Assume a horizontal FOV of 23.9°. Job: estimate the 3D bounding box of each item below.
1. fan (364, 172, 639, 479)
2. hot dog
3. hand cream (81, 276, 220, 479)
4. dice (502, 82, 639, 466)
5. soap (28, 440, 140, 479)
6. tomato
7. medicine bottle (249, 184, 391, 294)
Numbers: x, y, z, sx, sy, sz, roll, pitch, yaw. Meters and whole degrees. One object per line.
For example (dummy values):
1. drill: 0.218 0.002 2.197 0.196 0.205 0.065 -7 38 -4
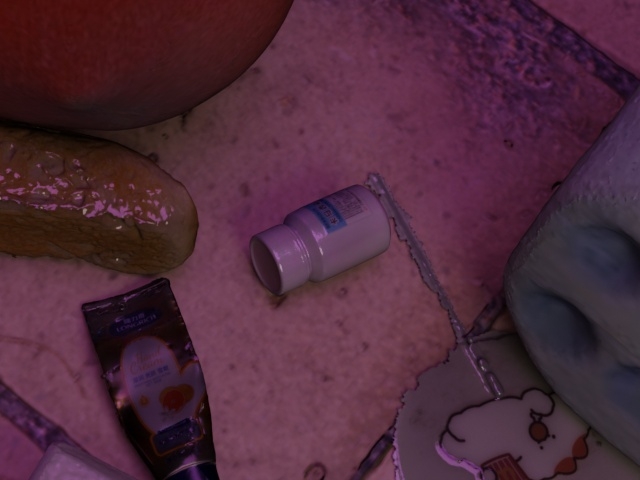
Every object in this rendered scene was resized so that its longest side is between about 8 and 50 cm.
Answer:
1. fan: 0.110 0.087 1.033 0.190 0.009 0.329 -19 69 -21
2. hot dog: -0.198 -0.033 0.983 0.242 0.084 0.073 7 58 -9
3. hand cream: -0.102 0.099 0.964 0.062 0.039 0.163 -21 67 -5
4. dice: 0.297 0.003 0.972 0.268 0.265 0.262 40 61 7
5. soap: -0.149 0.223 0.873 0.121 0.064 0.183 27 60 4
6. tomato: -0.154 -0.216 0.959 0.321 0.321 0.322 5 62 -10
7. medicine bottle: 0.000 0.000 1.027 0.089 0.052 0.052 -25 71 -23
